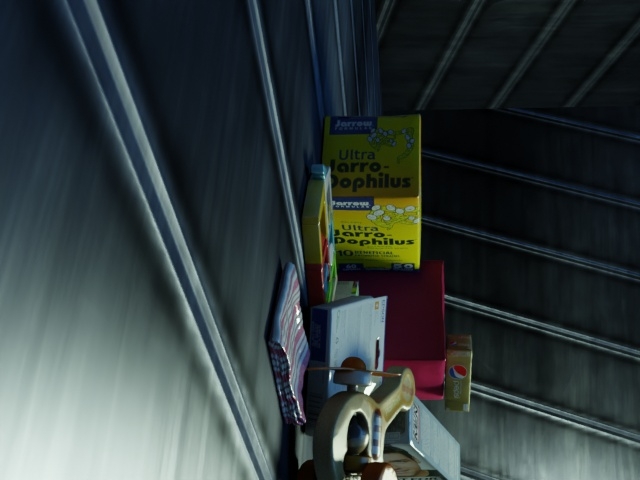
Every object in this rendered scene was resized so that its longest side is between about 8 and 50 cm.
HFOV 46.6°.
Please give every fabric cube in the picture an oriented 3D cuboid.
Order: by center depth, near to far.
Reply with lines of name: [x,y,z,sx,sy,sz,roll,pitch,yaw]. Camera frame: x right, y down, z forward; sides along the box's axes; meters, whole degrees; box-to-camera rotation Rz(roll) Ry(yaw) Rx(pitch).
fabric cube: [0.167,0.213,1.761,0.258,0.254,0.259,75,18,-58]

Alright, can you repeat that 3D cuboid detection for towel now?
towel: [-0.038,0.145,1.027,0.144,0.029,0.197,-83,170,-47]

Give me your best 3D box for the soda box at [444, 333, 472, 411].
soda box: [0.317,0.306,1.715,0.061,0.058,0.181,-74,163,-60]

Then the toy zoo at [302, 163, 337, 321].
toy zoo: [0.000,0.000,1.311,0.192,0.030,0.293,-78,166,-58]

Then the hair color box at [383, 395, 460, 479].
hair color box: [0.160,0.433,1.569,0.374,0.185,0.113,51,37,-50]

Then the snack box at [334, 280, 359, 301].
snack box: [0.042,0.199,1.485,0.207,0.070,0.174,-74,160,-69]

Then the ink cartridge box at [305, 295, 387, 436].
ink cartridge box: [0.048,0.212,1.310,0.224,0.045,0.223,-3,97,-61]

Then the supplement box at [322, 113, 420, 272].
supplement box: [0.116,-0.087,1.579,0.356,0.194,0.195,75,17,-62]

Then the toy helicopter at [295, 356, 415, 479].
toy helicopter: [0.076,0.279,1.222,0.355,0.140,0.234,-26,106,-61]
